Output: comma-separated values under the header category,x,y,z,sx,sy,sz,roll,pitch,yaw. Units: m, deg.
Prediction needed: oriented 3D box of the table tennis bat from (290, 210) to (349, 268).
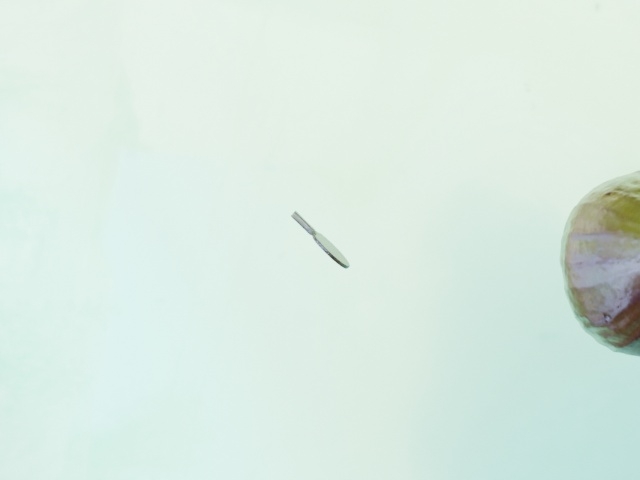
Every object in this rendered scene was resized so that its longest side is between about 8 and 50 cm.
category,x,y,z,sx,sy,sz,roll,pitch,yaw
table tennis bat,0.000,0.000,1.144,0.007,0.083,0.050,-46,-1,11

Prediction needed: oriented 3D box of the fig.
category,x,y,z,sx,sy,sz,roll,pitch,yaw
fig,0.372,0.013,1.146,0.321,0.216,0.217,72,-166,-81
